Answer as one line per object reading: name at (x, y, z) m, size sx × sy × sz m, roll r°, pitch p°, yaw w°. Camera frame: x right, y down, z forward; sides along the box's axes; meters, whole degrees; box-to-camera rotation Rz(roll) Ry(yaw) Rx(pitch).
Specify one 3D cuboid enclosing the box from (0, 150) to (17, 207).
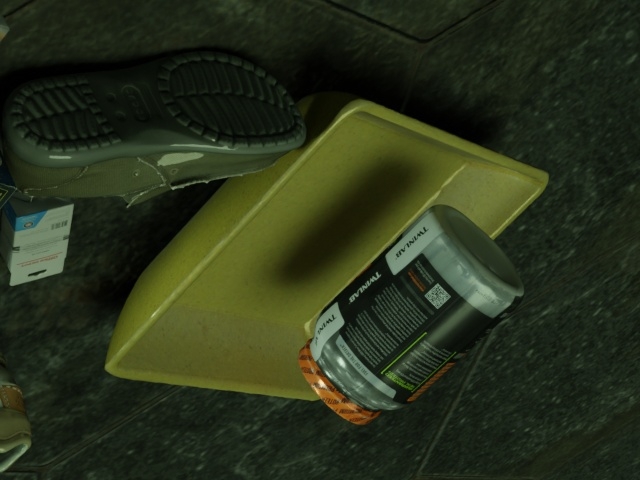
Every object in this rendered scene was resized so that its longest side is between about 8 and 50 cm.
box at (-0.334, 0.011, 0.999) m, size 0.233 × 0.044 × 0.159 m, roll -46°, pitch 143°, yaw 21°

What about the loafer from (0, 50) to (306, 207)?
loafer at (-0.127, -0.080, 1.128) m, size 0.251 × 0.094 × 0.087 m, roll -5°, pitch 151°, yaw -33°

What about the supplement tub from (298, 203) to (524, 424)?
supplement tub at (0.076, 0.069, 1.339) m, size 0.190 × 0.117 × 0.117 m, roll -44°, pitch 149°, yaw 17°

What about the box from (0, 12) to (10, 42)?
box at (-0.306, -0.086, 0.980) m, size 0.207 × 0.036 × 0.114 m, roll -47°, pitch 148°, yaw 21°

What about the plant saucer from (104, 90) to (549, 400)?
plant saucer at (0.000, 0.000, 1.361) m, size 0.333 × 0.081 × 0.333 m, roll -45°, pitch 149°, yaw 21°

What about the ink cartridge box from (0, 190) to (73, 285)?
ink cartridge box at (-0.224, -0.005, 1.185) m, size 0.048 × 0.028 × 0.083 m, roll -16°, pitch 145°, yaw -28°

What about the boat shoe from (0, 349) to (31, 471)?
boat shoe at (-0.378, 0.178, 1.208) m, size 0.302 × 0.103 × 0.113 m, roll -24°, pitch 156°, yaw -21°
